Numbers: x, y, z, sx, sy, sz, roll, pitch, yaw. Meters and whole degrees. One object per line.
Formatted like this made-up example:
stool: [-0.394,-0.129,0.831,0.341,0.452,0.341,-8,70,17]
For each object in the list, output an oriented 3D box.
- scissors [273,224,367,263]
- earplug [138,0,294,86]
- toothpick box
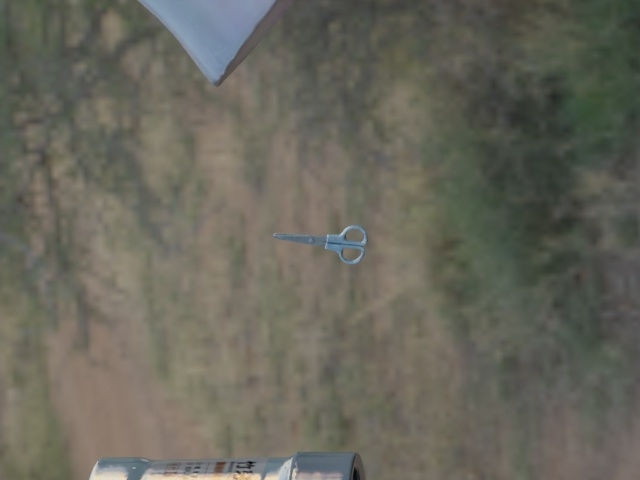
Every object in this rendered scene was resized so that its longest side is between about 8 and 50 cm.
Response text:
scissors: [0.000,0.000,1.677,0.006,0.083,0.036,-109,28,-67]
earplug: [-0.155,-0.301,1.746,0.172,0.301,0.172,-50,2,2]
toothpick box: [-0.052,0.175,1.125,0.101,0.153,0.101,-3,-90,-82]
